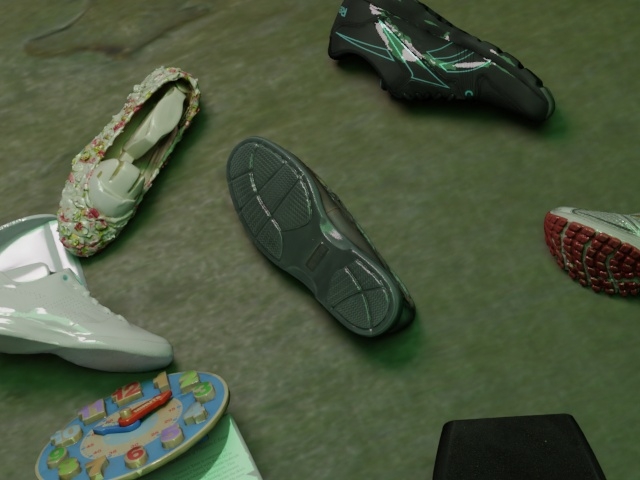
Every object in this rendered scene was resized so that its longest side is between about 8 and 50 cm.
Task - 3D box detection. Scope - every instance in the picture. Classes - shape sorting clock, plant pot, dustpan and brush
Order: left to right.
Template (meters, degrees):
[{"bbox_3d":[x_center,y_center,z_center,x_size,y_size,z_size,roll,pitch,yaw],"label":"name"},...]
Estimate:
[{"bbox_3d":[-0.354,0.057,1.787,0.211,0.060,0.147,-18,69,-6],"label":"dustpan and brush"},{"bbox_3d":[-0.186,0.184,1.677,0.206,0.206,0.040,-26,105,-9],"label":"shape sorting clock"},{"bbox_3d":[0.185,0.271,1.637,0.188,0.187,0.167,-4,55,-1],"label":"plant pot"}]

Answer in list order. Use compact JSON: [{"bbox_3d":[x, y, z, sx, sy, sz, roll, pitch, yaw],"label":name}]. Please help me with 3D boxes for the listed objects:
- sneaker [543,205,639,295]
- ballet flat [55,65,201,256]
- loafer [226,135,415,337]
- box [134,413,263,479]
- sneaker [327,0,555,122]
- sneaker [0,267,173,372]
[{"bbox_3d":[0.345,0.008,1.791,0.225,0.088,0.093,16,49,7],"label":"sneaker"},{"bbox_3d":[-0.205,-0.092,1.826,0.091,0.077,0.241,35,70,-20],"label":"ballet flat"},{"bbox_3d":[0.000,0.000,1.805,0.096,0.084,0.267,-46,68,17],"label":"loafer"},{"bbox_3d":[-0.107,0.280,1.678,0.130,0.091,0.170,-25,70,-7],"label":"box"},{"bbox_3d":[0.131,-0.190,1.872,0.267,0.101,0.106,31,94,12],"label":"sneaker"},{"bbox_3d":[-0.250,0.076,1.749,0.212,0.080,0.094,13,64,-15],"label":"sneaker"}]
